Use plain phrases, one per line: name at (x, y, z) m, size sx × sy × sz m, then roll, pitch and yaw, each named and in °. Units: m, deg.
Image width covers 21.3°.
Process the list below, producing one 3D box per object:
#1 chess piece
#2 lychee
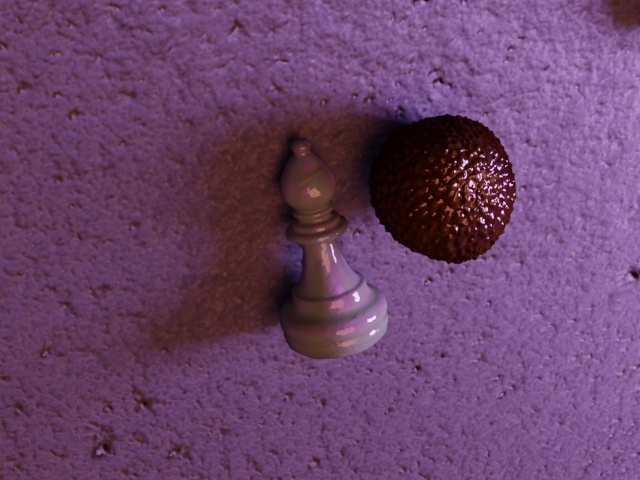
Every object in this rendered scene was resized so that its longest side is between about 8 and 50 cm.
chess piece at (0.000, 0.000, 2.116) m, size 0.139 × 0.139 × 0.271 m, roll -16°, pitch 112°, yaw -15°
lychee at (0.151, -0.070, 2.093) m, size 0.194 × 0.194 × 0.194 m, roll -11°, pitch 122°, yaw -18°
